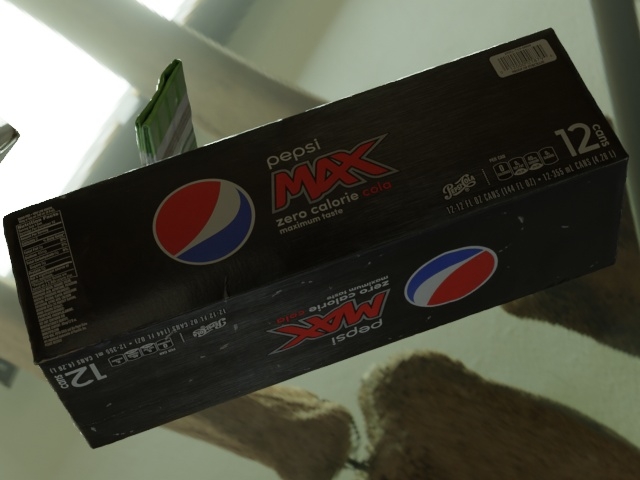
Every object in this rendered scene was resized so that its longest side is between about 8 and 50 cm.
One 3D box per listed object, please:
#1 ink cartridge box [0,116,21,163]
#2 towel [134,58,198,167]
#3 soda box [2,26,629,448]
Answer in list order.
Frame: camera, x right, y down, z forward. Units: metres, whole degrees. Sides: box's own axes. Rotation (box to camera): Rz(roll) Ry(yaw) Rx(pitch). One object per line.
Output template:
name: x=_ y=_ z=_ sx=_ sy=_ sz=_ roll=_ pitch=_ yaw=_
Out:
ink cartridge box: x=-0.322 y=0.009 z=0.591 sx=0.223 sy=0.129 sz=0.307 roll=38 pitch=-78 yaw=-8
towel: x=-0.136 y=-0.070 z=1.174 sx=0.023 sy=0.152 sz=0.113 roll=2 pitch=-142 yaw=11
soda box: x=0.000 y=0.000 z=0.380 sx=0.169 sy=0.060 sz=0.053 roll=-19 pitch=-123 yaw=-4
